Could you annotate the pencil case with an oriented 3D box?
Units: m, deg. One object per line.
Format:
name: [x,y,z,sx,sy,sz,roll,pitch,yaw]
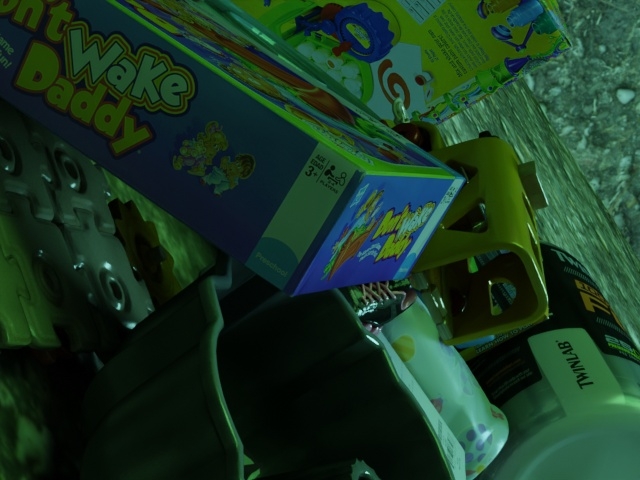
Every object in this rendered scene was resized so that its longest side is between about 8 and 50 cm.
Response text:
pencil case: [0.036,0.075,1.395,0.273,0.113,0.124,55,4,-16]

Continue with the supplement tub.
supplement tub: [0.187,0.125,1.595,0.193,0.193,0.316,49,10,-35]

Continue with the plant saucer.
plant saucer: [-0.046,-0.138,1.428,0.317,0.044,0.317,37,7,-5]

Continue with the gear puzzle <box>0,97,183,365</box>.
gear puzzle: [-0.165,-0.005,1.031,0.175,0.044,0.339,68,16,13]

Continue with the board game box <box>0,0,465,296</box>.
board game box: [-0.100,-0.098,1.047,0.347,0.078,0.233,34,10,13]

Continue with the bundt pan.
bundt pan: [-0.021,0.169,0.995,0.331,0.124,0.331,54,19,-29]

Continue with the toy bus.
toy bus: [0.113,-0.024,1.317,0.191,0.104,0.202,-8,82,-76]

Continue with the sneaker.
sneaker: [0.031,0.036,1.213,0.047,0.057,0.119,66,17,12]

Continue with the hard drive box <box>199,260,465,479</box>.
hard drive box: [0.006,0.123,1.251,0.232,0.089,0.181,56,15,-16]

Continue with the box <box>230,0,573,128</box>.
box: [0.038,-0.257,1.701,0.290,0.279,0.177,52,17,-31]

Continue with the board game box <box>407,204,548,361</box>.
board game box: [0.081,0.043,1.488,0.141,0.170,0.048,51,19,-27]
